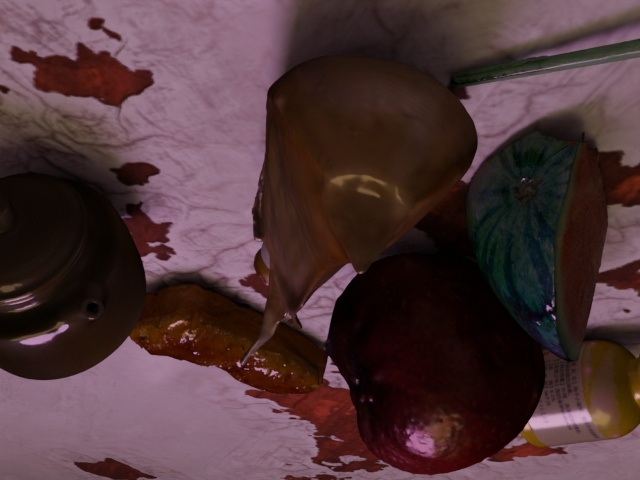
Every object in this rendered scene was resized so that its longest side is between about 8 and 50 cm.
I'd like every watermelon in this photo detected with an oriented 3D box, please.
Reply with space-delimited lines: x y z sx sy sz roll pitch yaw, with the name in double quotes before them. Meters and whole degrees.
"watermelon" 0.187 0.021 0.770 0.128 0.146 0.231 -5 152 21

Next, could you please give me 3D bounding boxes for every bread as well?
"bread" -0.118 0.137 1.125 0.139 0.077 0.271 -13 149 37

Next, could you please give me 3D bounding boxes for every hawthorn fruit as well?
"hawthorn fruit" 0.139 0.122 0.914 0.266 0.230 0.210 0 131 -37

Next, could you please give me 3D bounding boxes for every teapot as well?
"teapot" -0.282 0.009 0.828 0.268 0.185 0.175 34 156 26

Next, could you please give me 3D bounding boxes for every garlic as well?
"garlic" -0.004 -0.027 0.688 0.151 0.196 0.338 27 156 -9

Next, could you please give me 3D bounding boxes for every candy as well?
"candy" 0.241 -0.130 0.580 0.336 0.093 0.092 -3 108 34

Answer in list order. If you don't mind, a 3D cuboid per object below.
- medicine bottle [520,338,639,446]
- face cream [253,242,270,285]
"medicine bottle" 0.343 0.177 1.050 0.212 0.121 0.122 -18 143 37
"face cream" 0.000 0.000 0.871 0.072 0.051 0.182 21 150 -31
